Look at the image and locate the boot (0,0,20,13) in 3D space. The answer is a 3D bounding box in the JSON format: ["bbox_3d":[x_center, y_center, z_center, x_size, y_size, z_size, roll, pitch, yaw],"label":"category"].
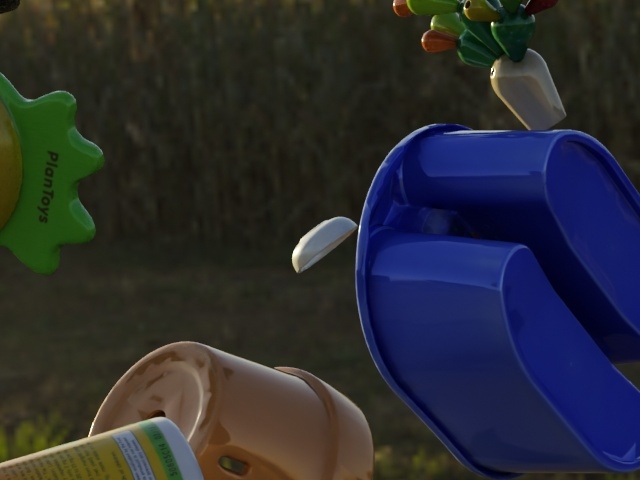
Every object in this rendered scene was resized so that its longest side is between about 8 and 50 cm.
[{"bbox_3d":[-0.449,-0.218,2.033,0.260,0.348,0.131,-19,19,-22],"label":"boot"}]

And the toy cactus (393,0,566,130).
[{"bbox_3d":[0.156,-0.179,1.592,0.112,0.180,0.219,-34,5,-23],"label":"toy cactus"}]

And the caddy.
[{"bbox_3d":[0.158,0.054,1.527,0.179,0.241,0.341,-1,-37,40],"label":"caddy"}]

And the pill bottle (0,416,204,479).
[{"bbox_3d":[-0.213,0.231,1.411,0.246,0.136,0.136,-15,9,-19],"label":"pill bottle"}]

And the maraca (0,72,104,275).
[{"bbox_3d":[-0.204,-0.048,1.040,0.186,0.127,0.099,17,23,21],"label":"maraca"}]

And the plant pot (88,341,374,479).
[{"bbox_3d":[-0.115,0.240,2.001,0.291,0.291,0.203,2,-30,47],"label":"plant pot"}]

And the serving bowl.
[{"bbox_3d":[0.000,0.000,2.006,0.083,0.027,0.083,-38,-4,-3],"label":"serving bowl"}]
